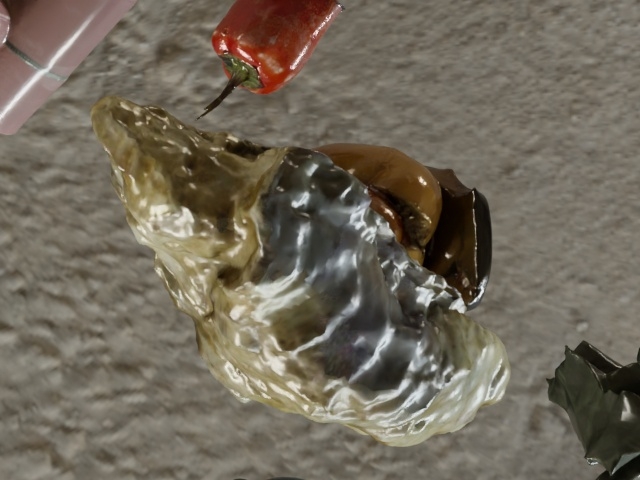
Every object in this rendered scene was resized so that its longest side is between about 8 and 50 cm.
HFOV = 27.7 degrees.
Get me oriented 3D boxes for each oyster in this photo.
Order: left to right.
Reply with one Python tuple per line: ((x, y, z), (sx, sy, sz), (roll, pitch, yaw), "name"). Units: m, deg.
((-0.006, 0.028, 0.830), (0.166, 0.110, 0.341), (-42, 114, -11), "oyster")

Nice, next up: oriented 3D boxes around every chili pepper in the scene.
((-0.058, -0.182, 1.228), (0.192, 0.086, 0.084), (-53, 123, -17), "chili pepper")

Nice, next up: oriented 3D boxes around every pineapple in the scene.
((0.249, 0.088, 0.707), (0.248, 0.128, 0.128), (-4, 97, -13), "pineapple")

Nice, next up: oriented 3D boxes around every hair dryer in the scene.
((-0.328, -0.235, 1.214), (0.210, 0.352, 0.125), (-44, 72, 10), "hair dryer")

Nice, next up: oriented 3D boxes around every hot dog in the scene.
((0.002, -0.006, 1.248), (0.107, 0.326, 0.194), (22, 66, -43), "hot dog")

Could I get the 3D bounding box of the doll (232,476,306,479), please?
((-0.052, 0.315, 1.149), (0.198, 0.322, 0.186), (-43, 97, 8), "doll")
